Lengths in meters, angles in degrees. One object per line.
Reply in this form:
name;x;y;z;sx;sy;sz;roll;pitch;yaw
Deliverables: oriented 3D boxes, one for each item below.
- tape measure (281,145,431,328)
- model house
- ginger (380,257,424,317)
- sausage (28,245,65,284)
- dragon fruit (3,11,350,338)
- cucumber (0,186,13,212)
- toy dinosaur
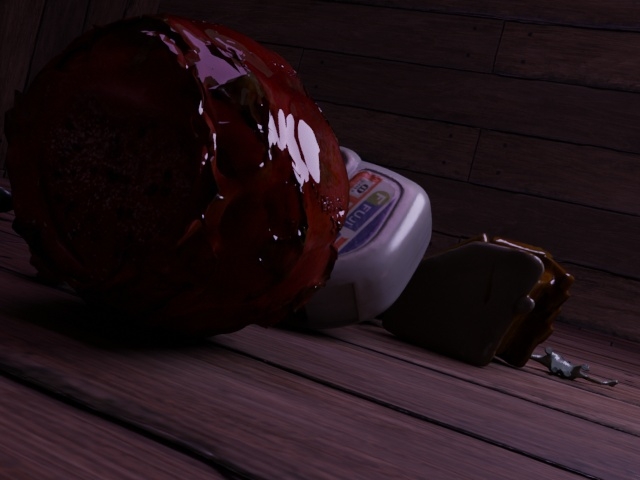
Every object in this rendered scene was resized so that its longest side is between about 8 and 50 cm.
tape measure;0.000;0.000;0.927;0.265;0.258;0.130;28;-35;32
model house;0.248;0.086;1.038;0.219;0.200;0.229;29;12;30
ginger;0.074;-0.001;1.238;0.321;0.172;0.165;46;50;6
sausage;-0.206;-0.034;0.820;0.289;0.086;0.086;-27;26;-33
dragon fruit;-0.119;-0.048;0.628;0.295;0.296;0.302;15;-18;30
cucumber;-0.683;-0.093;1.270;0.243;0.063;0.115;14;-7;-12
toy dinosaur;0.364;0.191;1.055;0.180;0.037;0.058;22;-21;17
